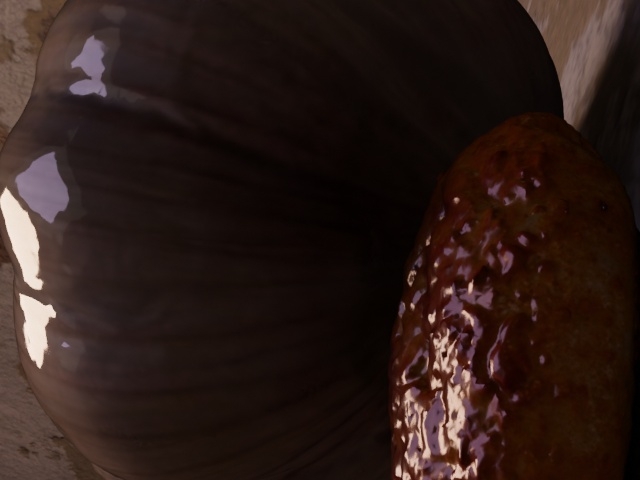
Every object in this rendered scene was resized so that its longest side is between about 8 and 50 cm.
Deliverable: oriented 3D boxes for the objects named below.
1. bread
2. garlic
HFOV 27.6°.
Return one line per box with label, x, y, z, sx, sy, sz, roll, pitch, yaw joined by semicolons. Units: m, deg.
bread;0.063;0.085;0.464;0.139;0.095;0.268;22;-101;-85
garlic;-0.012;-0.001;0.634;0.241;0.322;0.322;11;85;69
